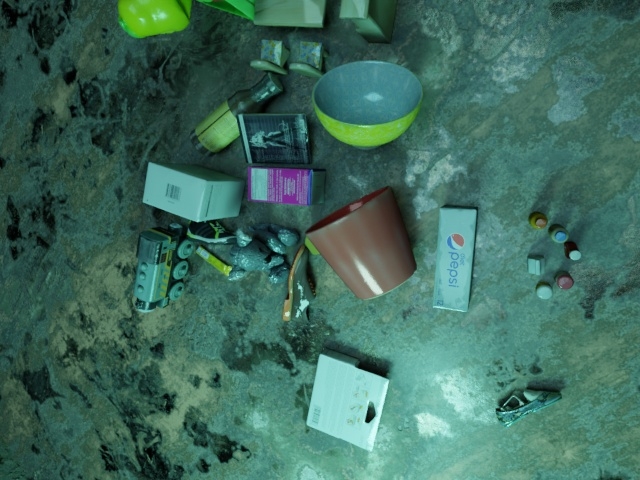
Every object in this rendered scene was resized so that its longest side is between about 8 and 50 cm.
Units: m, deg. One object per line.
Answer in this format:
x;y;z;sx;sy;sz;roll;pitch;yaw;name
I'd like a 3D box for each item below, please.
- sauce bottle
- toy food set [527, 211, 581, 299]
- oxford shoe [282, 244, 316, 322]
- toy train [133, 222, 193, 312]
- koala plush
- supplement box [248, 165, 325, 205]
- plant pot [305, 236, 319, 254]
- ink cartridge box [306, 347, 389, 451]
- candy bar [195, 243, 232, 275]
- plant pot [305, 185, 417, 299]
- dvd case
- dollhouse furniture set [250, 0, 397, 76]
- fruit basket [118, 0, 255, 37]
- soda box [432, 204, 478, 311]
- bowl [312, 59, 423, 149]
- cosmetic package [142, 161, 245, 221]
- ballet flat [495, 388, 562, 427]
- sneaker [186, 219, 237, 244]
-0.268;-0.402;1.344;0.344;0.111;0.111;-30;87;24;sauce bottle
0.594;0.044;1.071;0.111;0.104;0.232;-2;98;22;toy food set
-0.057;0.144;1.373;0.099;0.097;0.271;11;110;2;oxford shoe
-0.580;0.100;1.513;0.142;0.190;0.333;22;106;18;toy train
-0.213;0.039;1.336;0.203;0.221;0.196;20;106;18;koala plush
-0.107;-0.175;1.317;0.220;0.111;0.113;8;103;22;supplement box
0.000;0.000;1.323;0.083;0.081;0.081;-42;82;35;plant pot
0.091;0.523;1.384;0.239;0.060;0.275;15;104;18;ink cartridge box
-0.391;0.070;1.525;0.161;0.018;0.040;34;106;14;candy bar
0.132;0.015;1.184;0.275;0.275;0.243;-27;97;24;plant pot
-0.143;-0.315;1.305;0.221;0.018;0.164;3;128;13;dvd case
-0.018;-0.647;1.121;0.394;0.256;0.361;13;103;20;dollhouse furniture set
-0.384;-0.706;1.184;0.392;0.283;0.391;-11;73;40;fruit basket
0.377;0.047;1.168;0.098;0.091;0.286;5;101;23;soda box
0.127;-0.345;1.150;0.290;0.289;0.156;18;147;19;bowl
-0.409;-0.165;1.380;0.224;0.225;0.138;19;103;18;cosmetic package
0.575;0.456;1.175;0.188;0.070;0.070;-40;83;20;ballet flat
-0.384;-0.037;1.460;0.235;0.084;0.097;6;92;30;sneaker
